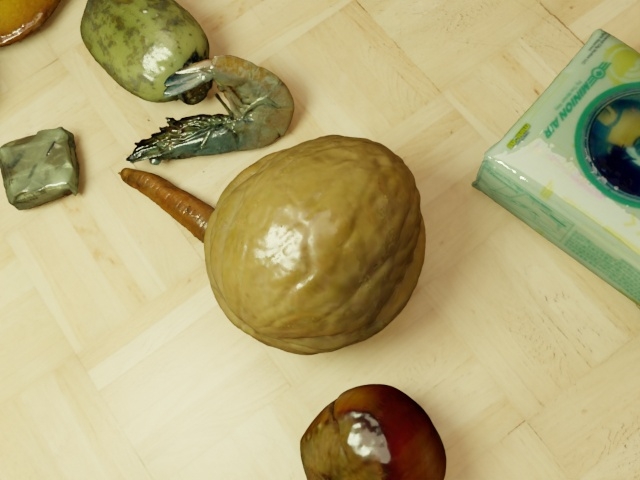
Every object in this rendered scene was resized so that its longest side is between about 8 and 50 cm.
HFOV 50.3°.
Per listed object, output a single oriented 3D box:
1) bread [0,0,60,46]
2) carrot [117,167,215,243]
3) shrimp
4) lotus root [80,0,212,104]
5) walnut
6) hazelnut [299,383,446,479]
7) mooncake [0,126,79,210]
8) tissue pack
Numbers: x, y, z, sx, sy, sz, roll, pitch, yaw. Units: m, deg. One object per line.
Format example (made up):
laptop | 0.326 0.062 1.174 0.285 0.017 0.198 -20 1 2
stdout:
bread | -0.609 -0.497 1.235 0.313 0.172 0.311 -2 71 6
carrot | -0.242 -0.062 1.133 0.248 0.059 0.059 33 78 16
shrimp | -0.189 -0.210 1.111 0.290 0.178 0.075 -8 41 3
lotus root | -0.317 -0.352 1.183 0.309 0.173 0.173 39 80 22
walnut | 0.000 0.000 0.962 0.333 0.333 0.332 -1 73 4
hazelnut | 0.080 0.287 0.943 0.208 0.208 0.208 -1 73 4
mooncake | -0.477 -0.121 1.159 0.130 0.073 0.125 -14 69 -1
tissue pack | 0.475 -0.089 1.024 0.388 0.162 0.287 40 83 15
